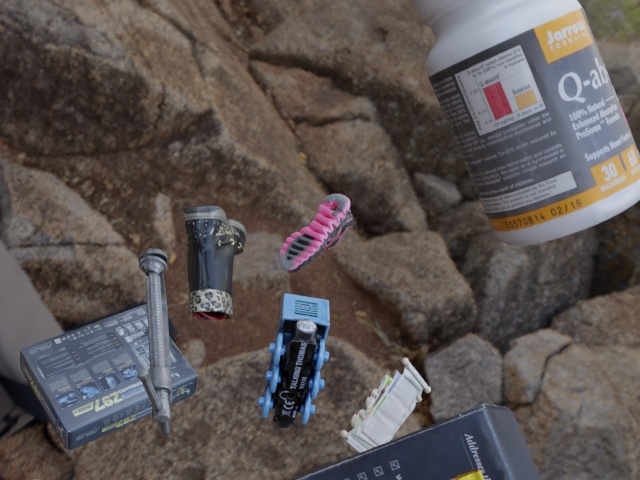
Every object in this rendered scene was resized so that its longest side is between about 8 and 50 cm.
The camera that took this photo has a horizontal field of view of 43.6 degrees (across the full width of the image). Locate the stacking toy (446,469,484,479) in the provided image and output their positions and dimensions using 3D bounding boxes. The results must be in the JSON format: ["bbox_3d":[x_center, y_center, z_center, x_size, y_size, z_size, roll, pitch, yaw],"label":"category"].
[{"bbox_3d":[0.128,0.380,0.937,0.221,0.052,0.166,-10,74,-29],"label":"stacking toy"}]

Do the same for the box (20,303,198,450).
[{"bbox_3d":[-0.349,0.219,1.326,0.233,0.059,0.183,-21,52,-34],"label":"box"}]

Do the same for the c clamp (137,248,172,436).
[{"bbox_3d":[-0.117,0.069,0.585,0.022,0.137,0.160,-7,48,-8],"label":"c clamp"}]

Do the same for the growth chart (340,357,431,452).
[{"bbox_3d":[0.145,0.368,1.746,0.237,0.021,0.172,-47,132,-19],"label":"growth chart"}]

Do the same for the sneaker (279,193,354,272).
[{"bbox_3d":[0.000,0.000,0.991,0.119,0.057,0.047,-46,54,-12],"label":"sneaker"}]

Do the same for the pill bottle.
[{"bbox_3d":[0.203,-0.148,0.802,0.162,0.162,0.278,-31,100,-46],"label":"pill bottle"}]

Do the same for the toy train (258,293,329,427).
[{"bbox_3d":[-0.034,0.163,1.066,0.080,0.184,0.105,10,34,-4],"label":"toy train"}]

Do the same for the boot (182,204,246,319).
[{"bbox_3d":[-0.177,0.049,1.351,0.085,0.236,0.178,-5,77,6],"label":"boot"}]

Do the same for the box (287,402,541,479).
[{"bbox_3d":[0.174,0.582,1.337,0.297,0.472,0.479,27,40,-64],"label":"box"}]
